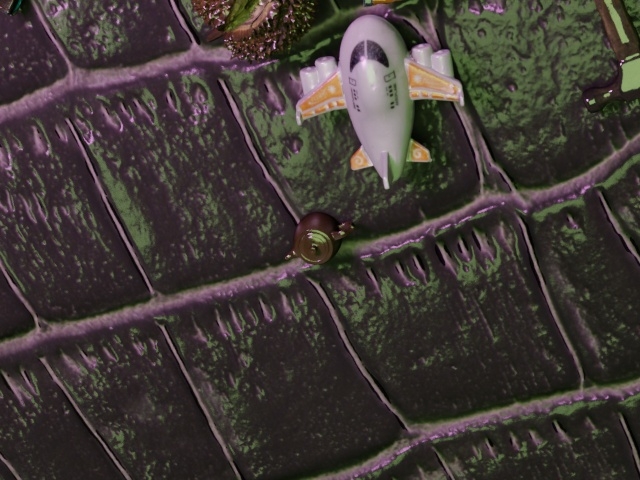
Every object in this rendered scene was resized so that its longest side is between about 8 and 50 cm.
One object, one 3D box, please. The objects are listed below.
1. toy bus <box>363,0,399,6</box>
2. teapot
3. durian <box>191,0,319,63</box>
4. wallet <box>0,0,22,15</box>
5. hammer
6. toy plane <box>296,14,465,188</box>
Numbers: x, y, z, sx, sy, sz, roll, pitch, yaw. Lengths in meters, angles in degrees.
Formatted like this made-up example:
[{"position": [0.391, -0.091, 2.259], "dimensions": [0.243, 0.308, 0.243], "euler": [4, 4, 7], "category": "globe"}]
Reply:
[{"position": [0.100, -0.413, 1.519], "dimensions": [0.103, 0.091, 0.182], "euler": [0, 112, 9], "category": "toy bus"}, {"position": [0.000, 0.000, 1.734], "dimensions": [0.121, 0.068, 0.076], "euler": [-22, 109, 19], "category": "teapot"}, {"position": [-0.102, -0.333, 1.557], "dimensions": [0.196, 0.167, 0.196], "euler": [14, 127, 19], "category": "durian"}, {"position": [-0.450, -0.497, 1.606], "dimensions": [0.169, 0.044, 0.317], "euler": [31, 114, 0], "category": "wallet"}, {"position": [0.355, -0.390, 1.508], "dimensions": [0.168, 0.044, 0.440], "euler": [-23, 108, 20], "category": "hammer"}, {"position": [0.084, -0.199, 1.604], "dimensions": [0.244, 0.117, 0.245], "euler": [5, 116, 10], "category": "toy plane"}]
